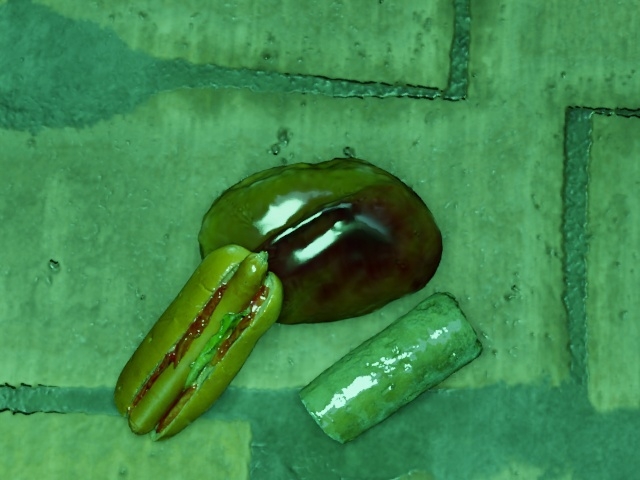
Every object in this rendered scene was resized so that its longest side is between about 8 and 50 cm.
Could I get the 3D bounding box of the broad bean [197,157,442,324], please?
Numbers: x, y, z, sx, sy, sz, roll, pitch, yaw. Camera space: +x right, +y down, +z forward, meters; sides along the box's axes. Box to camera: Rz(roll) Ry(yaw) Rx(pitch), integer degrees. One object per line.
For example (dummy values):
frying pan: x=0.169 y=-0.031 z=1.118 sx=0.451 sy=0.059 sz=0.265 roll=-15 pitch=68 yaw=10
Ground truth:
broad bean: x=0.000 y=0.001 z=1.157 sx=0.228 sy=0.122 sz=0.156 roll=-6 pitch=107 yaw=1

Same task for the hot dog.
hot dog: x=-0.111 y=0.093 z=1.111 sx=0.092 sy=0.062 sz=0.236 roll=38 pitch=116 yaw=7

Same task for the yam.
yam: x=0.068 y=0.124 z=1.163 sx=0.179 sy=0.078 sz=0.078 roll=-35 pitch=85 yaw=-8
